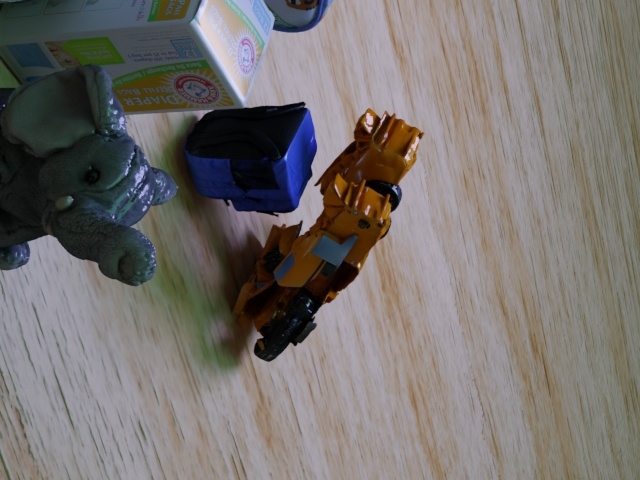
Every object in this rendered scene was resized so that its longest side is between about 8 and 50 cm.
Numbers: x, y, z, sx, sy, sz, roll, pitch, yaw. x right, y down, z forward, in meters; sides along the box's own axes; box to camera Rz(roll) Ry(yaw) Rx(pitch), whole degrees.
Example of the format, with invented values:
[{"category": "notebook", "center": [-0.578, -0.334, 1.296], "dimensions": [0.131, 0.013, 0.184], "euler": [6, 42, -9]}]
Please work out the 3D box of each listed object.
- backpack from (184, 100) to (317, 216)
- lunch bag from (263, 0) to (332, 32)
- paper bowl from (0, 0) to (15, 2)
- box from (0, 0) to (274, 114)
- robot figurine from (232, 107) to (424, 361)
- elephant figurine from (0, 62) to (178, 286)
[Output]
[{"category": "backpack", "center": [-0.073, -0.079, 1.652], "dimensions": [0.098, 0.120, 0.101], "euler": [-63, 151, -49]}, {"category": "lunch bag", "center": [-0.079, -0.337, 1.466], "dimensions": [0.303, 0.243, 0.115], "euler": [101, 11, -53]}, {"category": "paper bowl", "center": [-0.251, -0.331, 1.285], "dimensions": [0.284, 0.148, 0.284], "euler": [-3, 90, -64]}, {"category": "box", "center": [-0.158, -0.180, 1.393], "dimensions": [0.114, 0.203, 0.103], "euler": [56, 41, -47]}, {"category": "robot figurine", "center": [0.000, 0.000, 1.689], "dimensions": [0.085, 0.291, 0.211], "euler": [32, 47, -8]}, {"category": "elephant figurine", "center": [-0.191, -0.048, 1.281], "dimensions": [0.169, 0.240, 0.186], "euler": [14, 76, -62]}]
